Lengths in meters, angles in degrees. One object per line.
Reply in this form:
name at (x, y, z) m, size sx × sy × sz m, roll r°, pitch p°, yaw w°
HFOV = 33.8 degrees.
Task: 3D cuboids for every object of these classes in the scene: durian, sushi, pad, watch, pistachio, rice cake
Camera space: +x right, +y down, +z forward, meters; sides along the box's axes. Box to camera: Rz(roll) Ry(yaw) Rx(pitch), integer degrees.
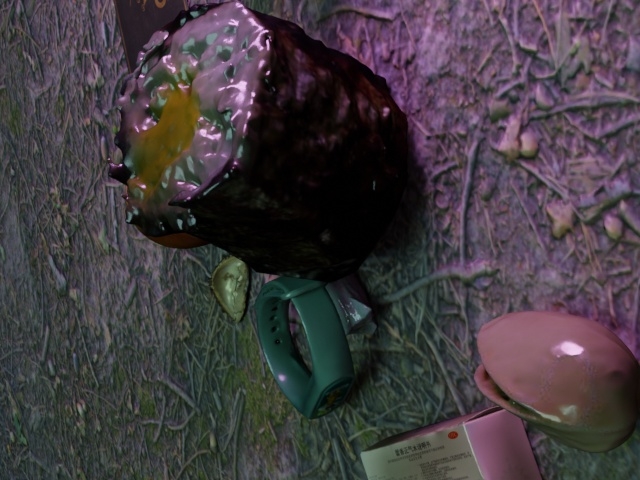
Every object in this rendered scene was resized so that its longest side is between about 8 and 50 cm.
durian at (-0.141, 0.069, 1.666) m, size 0.066 × 0.052 × 0.130 m, roll 12°, pitch 118°, yaw 10°
sushi at (-0.071, -0.119, 1.277) m, size 0.281 × 0.294 × 0.300 m, roll -25°, pitch 59°, yaw 39°
pad at (-0.300, -0.448, 1.710) m, size 0.315 × 0.063 × 0.376 m, roll -16°, pitch 87°, yaw 53°
watch at (-0.023, 0.138, 1.453) m, size 0.195 × 0.068 × 0.237 m, roll 62°, pitch 159°, yaw 22°
pistachio at (0.244, 0.137, 1.079) m, size 0.223 × 0.152 × 0.126 m, roll -142°, pitch 47°, yaw -64°
rice cake at (-0.002, 0.000, 1.442) m, size 0.290 × 0.051 × 0.081 m, roll 60°, pitch 148°, yaw 21°

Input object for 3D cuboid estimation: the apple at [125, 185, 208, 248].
apple at (-0.208, -0.083, 1.598) m, size 0.201 × 0.162 × 0.201 m, roll 20°, pitch 115°, yaw 51°

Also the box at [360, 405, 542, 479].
box at (0.162, 0.303, 1.269) m, size 0.212 × 0.095 × 0.168 m, roll -30°, pitch 76°, yaw 51°
